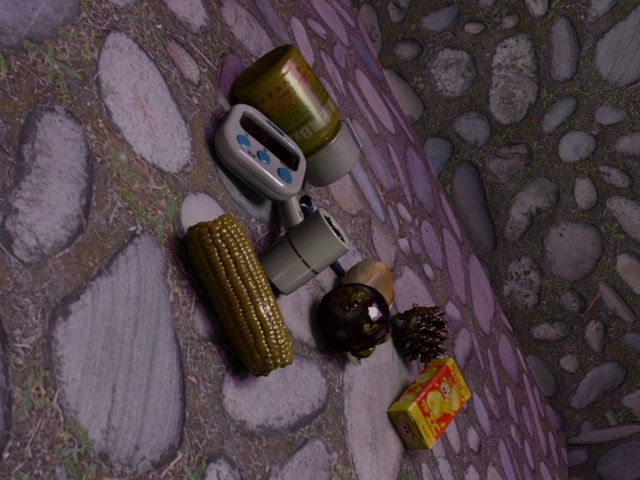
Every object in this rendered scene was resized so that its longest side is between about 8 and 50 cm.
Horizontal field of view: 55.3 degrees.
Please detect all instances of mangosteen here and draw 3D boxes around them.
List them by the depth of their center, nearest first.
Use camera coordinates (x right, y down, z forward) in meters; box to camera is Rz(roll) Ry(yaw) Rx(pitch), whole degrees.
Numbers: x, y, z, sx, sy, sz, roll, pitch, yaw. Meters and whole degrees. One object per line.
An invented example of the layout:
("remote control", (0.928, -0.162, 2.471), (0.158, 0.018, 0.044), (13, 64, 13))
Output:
("mangosteen", (0.094, 0.222, 1.616), (0.192, 0.192, 0.217), (-83, 161, -50))

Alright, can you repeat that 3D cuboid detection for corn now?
("corn", (-0.163, 0.116, 1.252), (0.344, 0.131, 0.131), (67, 24, 0))

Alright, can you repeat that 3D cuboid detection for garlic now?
("garlic", (0.144, 0.138, 1.810), (0.245, 0.146, 0.164), (31, 36, -64))

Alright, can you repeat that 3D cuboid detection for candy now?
("candy", (0.331, 0.485, 1.833), (0.276, 0.088, 0.146), (-37, 103, -43))

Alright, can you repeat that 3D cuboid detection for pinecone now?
("pinecone", (0.335, 0.316, 2.014), (0.169, 0.186, 0.212), (11, 76, -33))

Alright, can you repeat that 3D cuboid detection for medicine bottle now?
("medicine bottle", (-0.061, -0.354, 1.789), (0.384, 0.224, 0.224), (51, 28, -30))

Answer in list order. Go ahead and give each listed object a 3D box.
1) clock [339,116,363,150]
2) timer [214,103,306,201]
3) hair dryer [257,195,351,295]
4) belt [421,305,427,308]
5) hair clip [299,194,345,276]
("clock", (0.084, -0.386, 2.309), (0.150, 0.063, 0.197), (63, 24, -2))
("timer", (-0.156, -0.226, 1.599), (0.262, 0.087, 0.237), (39, 31, -21))
("hair dryer", (-0.062, -0.034, 1.566), (0.128, 0.203, 0.362), (45, 13, -31))
("belt", (0.403, 0.283, 2.352), (0.083, 0.036, 0.059), (3, 63, -64))
("hair clip", (0.000, 0.000, 1.807), (0.275, 0.048, 0.083), (63, 22, -16))
